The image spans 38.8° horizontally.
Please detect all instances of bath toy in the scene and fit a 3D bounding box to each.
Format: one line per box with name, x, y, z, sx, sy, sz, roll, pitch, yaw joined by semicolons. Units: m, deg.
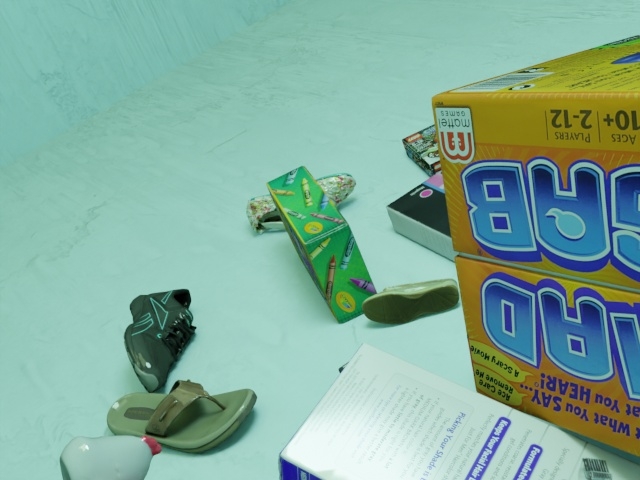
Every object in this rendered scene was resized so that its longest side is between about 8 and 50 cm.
bath toy;-0.197;0.358;1.083;0.129;0.151;0.348;-19;40;-27

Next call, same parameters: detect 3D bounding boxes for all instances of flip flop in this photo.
flip flop;-0.223;0.254;1.386;0.277;0.080;0.112;-3;34;32

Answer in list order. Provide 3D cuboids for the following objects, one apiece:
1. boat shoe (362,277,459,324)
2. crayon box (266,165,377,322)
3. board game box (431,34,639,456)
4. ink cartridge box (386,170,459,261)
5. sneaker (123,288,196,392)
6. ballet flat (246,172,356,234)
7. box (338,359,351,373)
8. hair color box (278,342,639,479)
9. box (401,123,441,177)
boat shoe;0.141;0.091;1.428;0.153;0.056;0.048;-15;20;11
crayon box;0.000;0.000;1.563;0.081;0.165;0.278;-26;29;-5
board game box;0.387;-0.017;0.950;0.356;0.356;0.356;-20;18;-30
ink cartridge box;0.282;-0.030;1.522;0.175;0.069;0.371;-33;32;-16
sneaker;-0.273;0.157;1.566;0.106;0.101;0.267;-20;29;1
ballet flat;-0.038;-0.065;1.810;0.241;0.091;0.077;-15;60;23
box;0.118;0.225;1.184;0.058;0.087;0.232;-34;29;-19
hair color box;0.146;0.262;0.960;0.338;0.110;0.185;21;47;24
box;0.298;-0.209;1.823;0.233;0.044;0.159;-26;29;-4
